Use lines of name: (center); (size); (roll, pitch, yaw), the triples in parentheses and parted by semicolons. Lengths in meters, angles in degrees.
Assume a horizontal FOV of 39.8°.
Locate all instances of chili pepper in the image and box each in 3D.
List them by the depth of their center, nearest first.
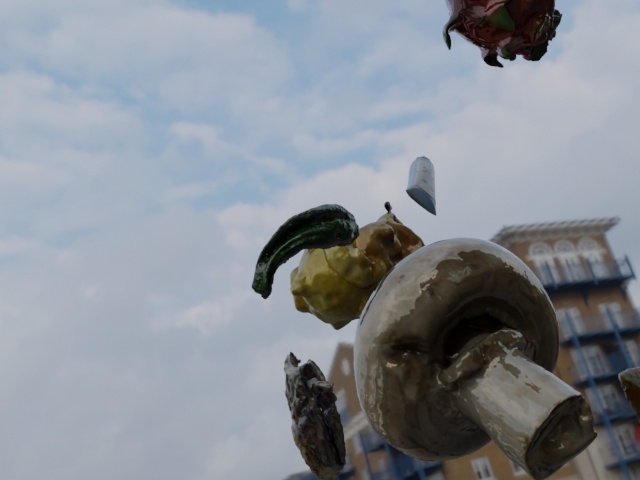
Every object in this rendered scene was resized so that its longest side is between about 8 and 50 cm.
chili pepper: (0.000, 0.000, 1.420); (0.279, 0.065, 0.122); (-23, -33, -46)

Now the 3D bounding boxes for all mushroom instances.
mushroom: (0.193, 0.148, 1.070); (0.293, 0.292, 0.290); (-2, 16, -28)

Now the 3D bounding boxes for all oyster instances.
oyster: (-0.017, 0.359, 1.809); (0.100, 0.271, 0.275); (-16, -17, -8)

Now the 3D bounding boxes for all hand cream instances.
hand cream: (0.167, -0.095, 1.449); (0.065, 0.170, 0.043); (38, -67, -11)

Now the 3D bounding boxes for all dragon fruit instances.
dragon fruit: (0.189, -0.308, 1.009); (0.135, 0.235, 0.137); (-23, 9, 35)

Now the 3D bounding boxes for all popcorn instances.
popcorn: (0.087, 0.076, 1.898); (0.316, 0.280, 0.297); (-20, -15, 1)

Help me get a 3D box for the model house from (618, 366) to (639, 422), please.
model house: (0.447, 0.188, 0.871); (0.268, 0.173, 0.239); (-7, -17, 15)
